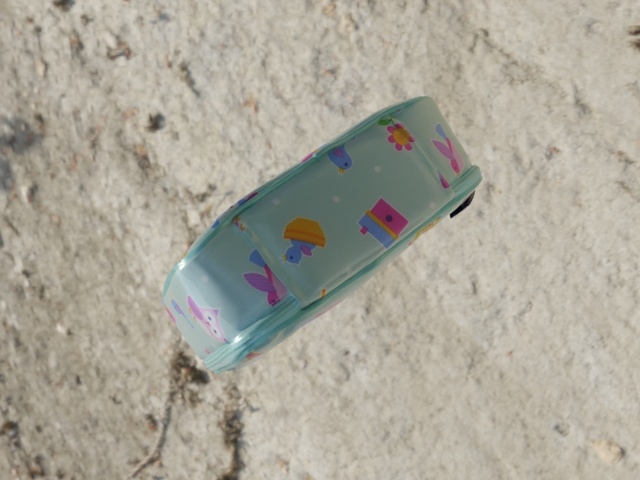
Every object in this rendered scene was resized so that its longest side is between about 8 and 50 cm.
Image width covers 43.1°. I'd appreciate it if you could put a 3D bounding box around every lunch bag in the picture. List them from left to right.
[{"bbox_3d":[0.000,0.000,0.707,0.108,0.279,0.224,53,159,4],"label":"lunch bag"}]
